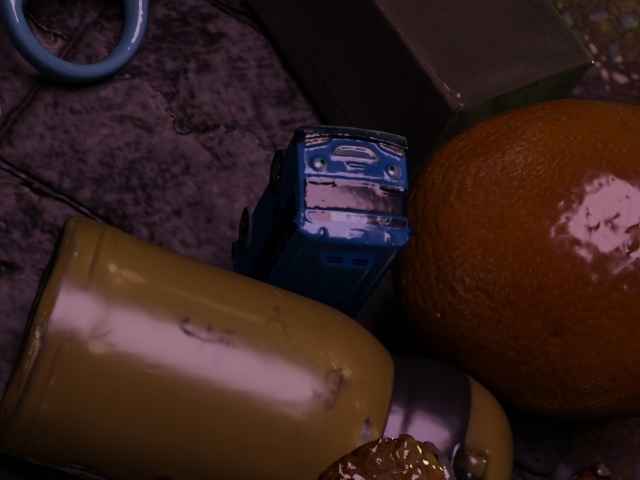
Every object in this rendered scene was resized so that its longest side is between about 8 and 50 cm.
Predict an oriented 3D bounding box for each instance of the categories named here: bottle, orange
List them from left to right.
[{"bbox_3d":[-0.037,0.119,1.348,0.351,0.171,0.171,21,55,-9],"label":"bottle"},{"bbox_3d":[0.180,0.016,1.431,0.264,0.264,0.264,9,57,-14],"label":"orange"}]

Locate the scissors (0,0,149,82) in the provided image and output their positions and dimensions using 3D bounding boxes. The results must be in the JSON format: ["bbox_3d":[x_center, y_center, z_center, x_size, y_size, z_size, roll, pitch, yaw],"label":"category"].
[{"bbox_3d":[-0.083,-0.265,1.622,0.447,0.029,0.192,-21,95,-36],"label":"scissors"}]

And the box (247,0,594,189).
[{"bbox_3d":[0.074,-0.169,1.570,0.149,0.155,0.231,-21,67,-31],"label":"box"}]

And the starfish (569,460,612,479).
[{"bbox_3d":[0.181,0.263,1.409,0.227,0.043,0.240,33,58,3],"label":"starfish"}]

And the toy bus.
[{"bbox_3d":[0.000,0.000,1.419,0.090,0.184,0.106,6,61,-15],"label":"toy bus"}]

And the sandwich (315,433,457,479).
[{"bbox_3d":[0.038,0.282,1.208,0.095,0.273,0.249,-16,68,-26],"label":"sandwich"}]
